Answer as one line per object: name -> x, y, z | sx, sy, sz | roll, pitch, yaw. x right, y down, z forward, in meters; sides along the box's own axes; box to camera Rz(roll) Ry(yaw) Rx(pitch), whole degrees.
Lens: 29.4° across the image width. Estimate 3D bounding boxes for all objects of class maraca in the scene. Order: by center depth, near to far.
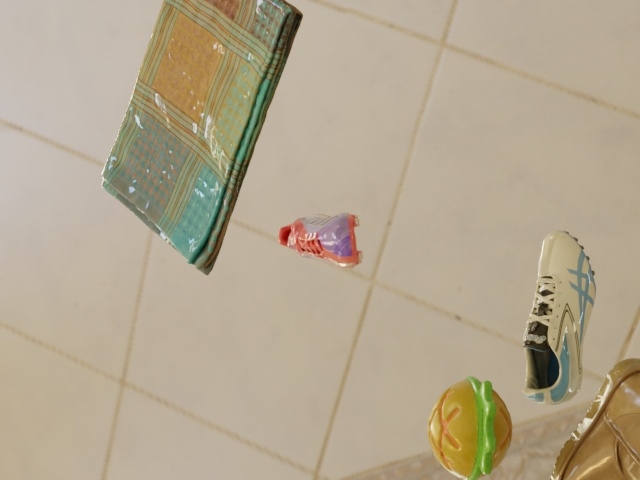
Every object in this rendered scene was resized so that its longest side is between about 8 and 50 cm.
maraca -> 0.182, 0.224, 1.448 | 0.099, 0.186, 0.127 | -1, 80, -6

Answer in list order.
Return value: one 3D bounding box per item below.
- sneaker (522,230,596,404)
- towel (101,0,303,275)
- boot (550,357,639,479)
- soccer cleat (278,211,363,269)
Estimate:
sneaker -> 0.315, 0.104, 1.642 | 0.085, 0.086, 0.237 | 2, 89, 48
towel -> -0.169, -0.178, 1.612 | 0.271, 0.040, 0.370 | 39, 116, 40
boot -> 0.357, 0.285, 1.293 | 0.089, 0.269, 0.236 | 4, 117, -21
soccer cleat -> 0.000, 0.000, 1.755 | 0.095, 0.248, 0.083 | -6, 95, -9
